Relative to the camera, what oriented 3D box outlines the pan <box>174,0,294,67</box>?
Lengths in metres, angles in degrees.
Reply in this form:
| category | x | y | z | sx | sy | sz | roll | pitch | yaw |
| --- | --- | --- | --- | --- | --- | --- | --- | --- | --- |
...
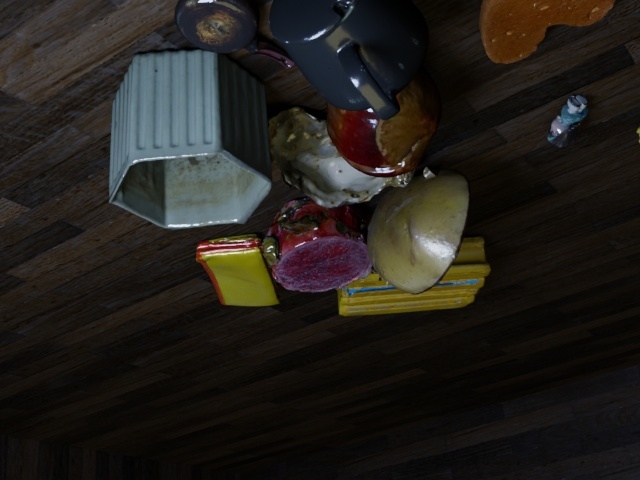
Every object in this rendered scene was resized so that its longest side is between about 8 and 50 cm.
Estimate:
| category | x | y | z | sx | sy | sz | roll | pitch | yaw |
| --- | --- | --- | --- | --- | --- | --- | --- | --- | --- |
| pan | -0.108 | -0.277 | 1.161 | 0.115 | 0.040 | 0.212 | -19 | 151 | 33 |

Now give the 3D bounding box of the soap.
| category | x | y | z | sx | sy | sz | roll | pitch | yaw |
| --- | --- | --- | --- | --- | --- | --- | --- | --- | --- |
| soap | 0.195 | 0.081 | 1.871 | 0.325 | 0.096 | 0.204 | -4 | 152 | -6 |

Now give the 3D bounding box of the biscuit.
| category | x | y | z | sx | sy | sz | roll | pitch | yaw |
| --- | --- | --- | --- | --- | --- | --- | --- | --- | --- |
| biscuit | 0.318 | -0.322 | 1.179 | 0.192 | 0.036 | 0.186 | -11 | 155 | 8 |

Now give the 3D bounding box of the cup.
| category | x | y | z | sx | sy | sz | roll | pitch | yaw |
| --- | --- | --- | --- | --- | --- | --- | --- | --- | --- |
| cup | 0.042 | -0.251 | 1.058 | 0.169 | 0.223 | 0.176 | -32 | 137 | 18 |

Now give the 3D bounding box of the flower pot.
| category | x | y | z | sx | sy | sz | roll | pitch | yaw |
| --- | --- | --- | --- | --- | --- | --- | --- | --- | --- |
| flower pot | -0.191 | -0.144 | 1.237 | 0.209 | 0.189 | 0.239 | -21 | 149 | 28 |

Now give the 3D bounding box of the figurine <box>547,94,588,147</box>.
| category | x | y | z | sx | sy | sz | roll | pitch | yaw |
| --- | --- | --- | --- | --- | --- | --- | --- | --- | --- |
| figurine | 0.423 | -0.203 | 1.433 | 0.060 | 0.047 | 0.106 | -35 | 157 | -28 |

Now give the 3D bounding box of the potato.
| category | x | y | z | sx | sy | sz | roll | pitch | yaw |
| --- | --- | --- | --- | --- | --- | --- | --- | --- | --- |
| potato | 0.159 | -0.032 | 1.509 | 0.116 | 0.239 | 0.299 | 22 | 173 | -13 |

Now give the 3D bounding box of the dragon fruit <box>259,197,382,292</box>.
| category | x | y | z | sx | sy | sz | roll | pitch | yaw |
| --- | --- | --- | --- | --- | --- | --- | --- | --- | --- |
| dragon fruit | 0.000 | 0.000 | 1.641 | 0.282 | 0.147 | 0.211 | 8 | 140 | -33 |

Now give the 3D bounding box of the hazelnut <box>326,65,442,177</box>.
| category | x | y | z | sx | sy | sz | roll | pitch | yaw |
| --- | --- | --- | --- | --- | --- | --- | --- | --- | --- |
| hazelnut | 0.089 | -0.194 | 1.251 | 0.178 | 0.178 | 0.204 | -14 | 153 | 14 |

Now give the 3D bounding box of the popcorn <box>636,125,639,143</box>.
| category | x | y | z | sx | sy | sz | roll | pitch | yaw |
| --- | --- | --- | --- | --- | --- | --- | --- | --- | --- |
| popcorn | 0.600 | -0.191 | 1.481 | 0.082 | 0.057 | 0.083 | 13 | 144 | -36 |

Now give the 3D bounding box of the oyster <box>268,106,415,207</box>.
| category | x | y | z | sx | sy | sz | roll | pitch | yaw |
| --- | --- | --- | --- | --- | --- | --- | --- | --- | --- |
| oyster | 0.021 | -0.149 | 1.414 | 0.166 | 0.094 | 0.294 | -42 | 132 | 18 |

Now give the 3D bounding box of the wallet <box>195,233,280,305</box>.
| category | x | y | z | sx | sy | sz | roll | pitch | yaw |
| --- | --- | --- | --- | --- | --- | --- | --- | --- | --- |
| wallet | -0.172 | 0.063 | 1.796 | 0.141 | 0.067 | 0.241 | -5 | 149 | 6 |
